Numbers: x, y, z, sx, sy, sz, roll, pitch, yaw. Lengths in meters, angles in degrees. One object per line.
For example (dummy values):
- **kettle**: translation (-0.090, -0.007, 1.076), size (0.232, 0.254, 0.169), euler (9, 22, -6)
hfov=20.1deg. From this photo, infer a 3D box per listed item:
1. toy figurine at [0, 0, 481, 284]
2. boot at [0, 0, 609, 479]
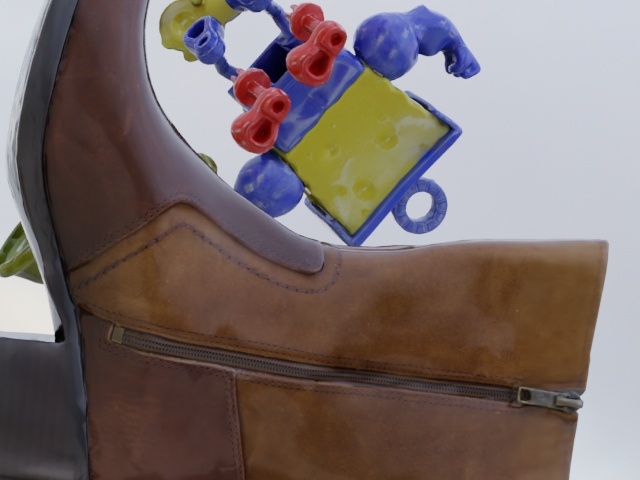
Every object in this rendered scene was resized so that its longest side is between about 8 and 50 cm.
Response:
- **toy figurine**: translation (-0.001, -0.047, 1.132), size (0.217, 0.362, 0.191), euler (42, -2, -32)
- **boot**: translation (0.000, 0.000, 0.804), size (0.280, 0.264, 0.096), euler (5, -2, -12)
